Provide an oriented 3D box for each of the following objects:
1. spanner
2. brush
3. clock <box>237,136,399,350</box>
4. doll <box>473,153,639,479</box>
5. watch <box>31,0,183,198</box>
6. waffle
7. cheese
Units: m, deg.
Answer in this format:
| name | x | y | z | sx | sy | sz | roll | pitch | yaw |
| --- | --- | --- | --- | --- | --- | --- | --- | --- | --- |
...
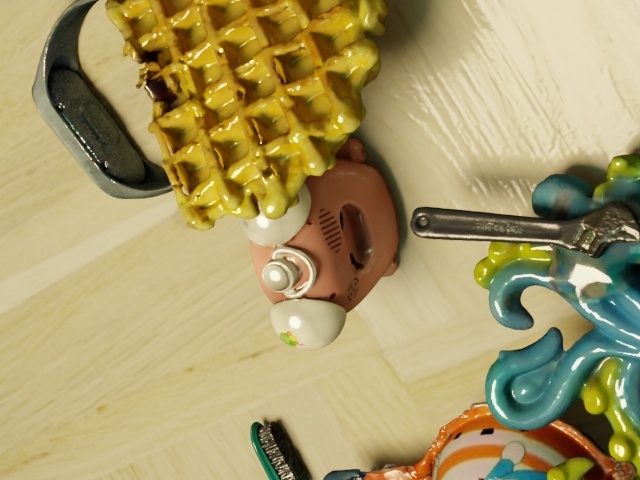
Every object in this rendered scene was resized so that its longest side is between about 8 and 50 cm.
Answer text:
| name | x | y | z | sx | sy | sz | roll | pitch | yaw |
| --- | --- | --- | --- | --- | --- | --- | --- | --- | --- |
| spanner | 0.168 | -0.012 | 1.337 | 0.208 | 0.012 | 0.046 | 4 | 90 | 31 |
| brush | -0.019 | 0.268 | 1.663 | 0.032 | 0.043 | 0.193 | -22 | 103 | 20 |
| clock | 0.000 | 0.000 | 1.432 | 0.093 | 0.162 | 0.166 | -5 | 112 | 30 |
| doll | 0.298 | 0.076 | 1.330 | 0.346 | 0.099 | 0.341 | -44 | 75 | 21 |
| watch | -0.173 | -0.136 | 1.527 | 0.193 | 0.068 | 0.206 | -34 | 92 | 39 |
| waffle | -0.071 | -0.158 | 1.371 | 0.283 | 0.065 | 0.309 | 17 | 81 | 28 |
| cheese | 0.150 | 0.247 | 1.491 | 0.329 | 0.129 | 0.217 | -10 | 108 | 35 |
